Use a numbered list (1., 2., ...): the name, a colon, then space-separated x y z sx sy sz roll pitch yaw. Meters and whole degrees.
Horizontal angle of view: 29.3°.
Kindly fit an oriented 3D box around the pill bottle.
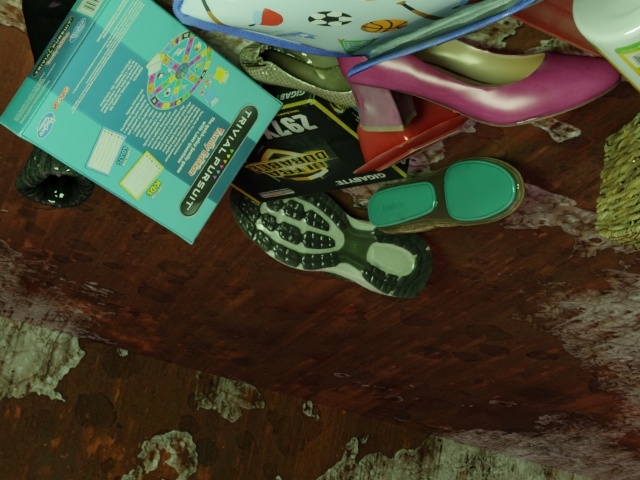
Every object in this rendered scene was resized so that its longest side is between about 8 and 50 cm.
1. pill bottle: 0.413 -0.232 1.429 0.136 0.136 0.246 -10 150 41

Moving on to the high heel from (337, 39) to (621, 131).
1. high heel: 0.200 -0.248 1.623 0.377 0.127 0.181 -6 117 20

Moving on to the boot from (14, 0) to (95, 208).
1. boot: -0.375 -0.215 1.773 0.131 0.260 0.348 9 158 4

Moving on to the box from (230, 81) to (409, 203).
1. box: -0.055 -0.164 1.993 0.322 0.079 0.257 -8 149 38

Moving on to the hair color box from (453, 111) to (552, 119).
1. hair color box: 0.262 -0.216 1.736 0.141 0.072 0.043 6 156 13

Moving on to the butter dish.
1. butter dish: 0.121 -0.185 1.829 0.160 0.118 0.160 -26 180 -32

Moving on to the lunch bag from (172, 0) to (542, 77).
1. lunch bag: 0.082 -0.322 1.311 0.386 0.238 0.328 8 167 -36

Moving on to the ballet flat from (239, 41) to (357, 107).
1. ballet flat: 0.002 -0.249 1.771 0.250 0.084 0.058 13 161 10

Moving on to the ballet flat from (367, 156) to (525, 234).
1. ballet flat: 0.235 -0.068 2.069 0.124 0.116 0.342 4 167 -42

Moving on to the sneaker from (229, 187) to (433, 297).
1. sneaker: 0.000 0.000 2.295 0.410 0.158 0.182 25 171 -20

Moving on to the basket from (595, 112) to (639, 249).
1. basket: 0.560 -0.080 1.741 0.223 0.213 0.299 17 157 -13

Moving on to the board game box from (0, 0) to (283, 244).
1. board game box: -0.246 -0.182 1.734 0.336 0.253 0.079 36 176 -42

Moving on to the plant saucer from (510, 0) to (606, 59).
1. plant saucer: 0.337 -0.329 1.472 0.259 0.047 0.259 20 156 -21
